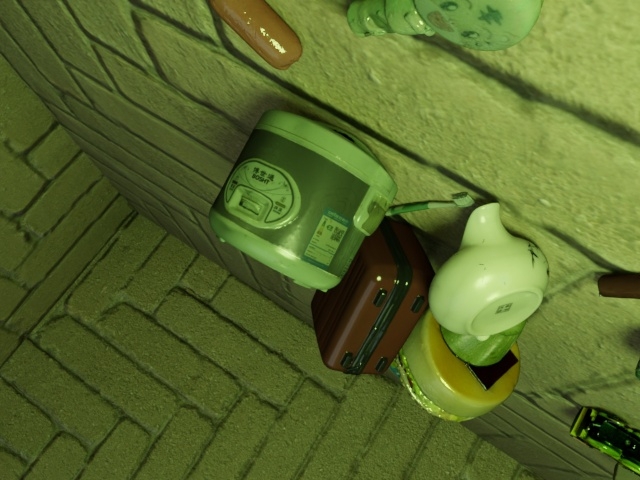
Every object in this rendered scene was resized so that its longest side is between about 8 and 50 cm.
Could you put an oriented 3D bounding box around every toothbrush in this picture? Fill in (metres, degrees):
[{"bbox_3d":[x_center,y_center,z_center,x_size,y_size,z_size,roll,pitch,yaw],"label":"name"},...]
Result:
[{"bbox_3d":[0.194,-0.064,0.949,0.024,0.018,0.257,44,161,-17],"label":"toothbrush"},{"bbox_3d":[0.525,0.065,0.639,0.041,0.041,0.364,41,162,-18],"label":"toothbrush"}]

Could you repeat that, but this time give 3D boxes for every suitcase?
[{"bbox_3d":[0.101,0.115,1.061,0.161,0.297,0.236,11,-146,-18],"label":"suitcase"}]

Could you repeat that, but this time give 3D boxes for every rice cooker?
[{"bbox_3d":[-0.030,-0.077,0.903,0.288,0.277,0.288,30,180,0],"label":"rice cooker"}]

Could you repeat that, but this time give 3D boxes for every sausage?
[{"bbox_3d":[-0.092,-0.316,0.736,0.154,0.062,0.062,41,162,-21],"label":"sausage"}]

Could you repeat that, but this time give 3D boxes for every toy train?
[{"bbox_3d":[0.808,0.543,1.298,0.296,0.100,0.160,32,170,9],"label":"toy train"}]

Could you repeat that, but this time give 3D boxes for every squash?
[{"bbox_3d":[0.351,0.170,1.069,0.170,0.170,0.123,34,143,5],"label":"squash"}]

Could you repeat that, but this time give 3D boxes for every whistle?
[{"bbox_3d":[0.122,-0.248,0.519,0.126,0.067,0.258,32,173,-36],"label":"whistle"}]

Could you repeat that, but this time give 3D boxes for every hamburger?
[{"bbox_3d":[0.308,0.267,1.171,0.300,0.300,0.176,35,147,1],"label":"hamburger"}]

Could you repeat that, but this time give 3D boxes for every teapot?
[{"bbox_3d":[0.281,0.082,0.888,0.166,0.208,0.300,60,160,26],"label":"teapot"}]

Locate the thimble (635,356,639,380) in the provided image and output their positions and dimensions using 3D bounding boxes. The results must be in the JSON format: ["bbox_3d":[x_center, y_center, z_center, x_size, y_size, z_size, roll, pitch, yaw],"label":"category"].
[{"bbox_3d":[0.590,0.207,0.806,0.135,0.090,0.118,22,158,38],"label":"thimble"}]

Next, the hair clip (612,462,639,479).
[{"bbox_3d":[0.950,0.653,1.346,0.101,0.085,0.331,34,157,-3],"label":"hair clip"}]

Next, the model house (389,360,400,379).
[{"bbox_3d":[0.288,0.300,1.453,0.303,0.215,0.237,48,160,-23],"label":"model house"}]
